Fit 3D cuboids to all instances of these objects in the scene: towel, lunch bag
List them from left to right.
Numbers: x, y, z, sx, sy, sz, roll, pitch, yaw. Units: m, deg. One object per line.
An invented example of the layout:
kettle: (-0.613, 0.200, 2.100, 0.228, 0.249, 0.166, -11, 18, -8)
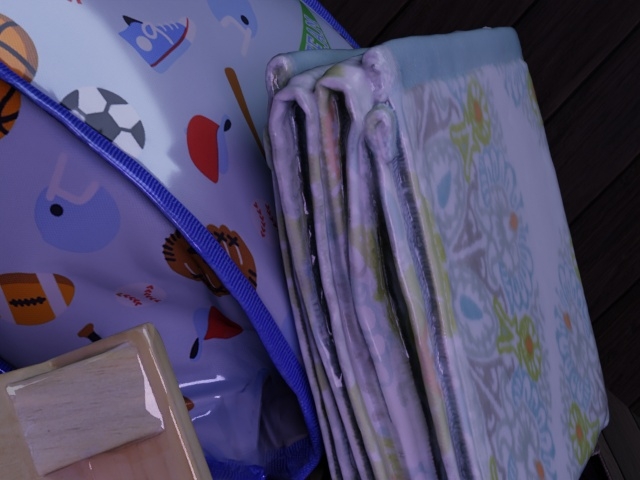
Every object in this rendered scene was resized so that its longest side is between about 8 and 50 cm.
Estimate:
lunch bag: (-0.119, -0.055, 0.763, 0.385, 0.239, 0.328, 36, 36, -9)
towel: (0.089, 0.026, 0.762, 0.374, 0.090, 0.320, -26, 105, -64)

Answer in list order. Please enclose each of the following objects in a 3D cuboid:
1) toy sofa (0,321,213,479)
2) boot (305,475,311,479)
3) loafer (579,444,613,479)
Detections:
toy sofa: (-0.169, 0.137, 0.377, 0.150, 0.177, 0.362, 69, 14, 4)
boot: (-0.015, 0.192, 0.788, 0.176, 0.088, 0.244, 36, 21, -32)
loafer: (0.230, 0.197, 1.233, 0.366, 0.134, 0.130, 53, -13, -25)
